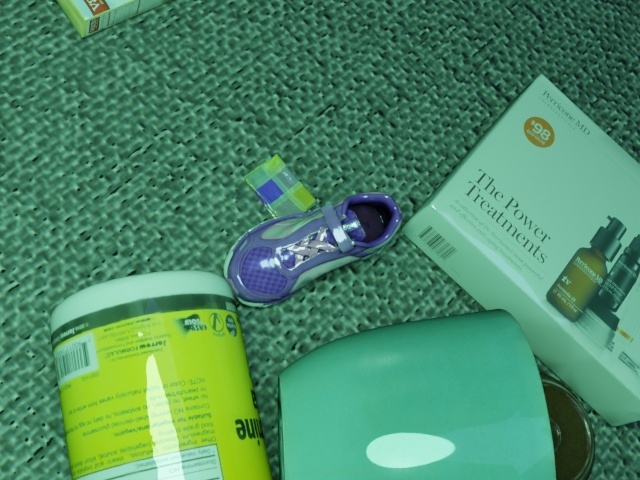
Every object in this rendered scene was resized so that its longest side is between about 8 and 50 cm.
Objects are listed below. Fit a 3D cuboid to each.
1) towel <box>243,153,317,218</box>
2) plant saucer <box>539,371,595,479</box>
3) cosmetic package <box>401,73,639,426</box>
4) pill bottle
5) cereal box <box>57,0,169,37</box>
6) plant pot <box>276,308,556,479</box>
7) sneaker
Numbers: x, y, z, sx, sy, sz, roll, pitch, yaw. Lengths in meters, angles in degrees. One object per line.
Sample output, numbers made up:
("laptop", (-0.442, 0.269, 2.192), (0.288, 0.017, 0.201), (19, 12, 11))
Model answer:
("towel", (-0.048, -0.061, 1.108), (0.060, 0.009, 0.083), (-38, 86, -26))
("plant saucer", (0.269, 0.239, 1.099), (0.168, 0.029, 0.169), (7, 68, -18))
("cosmetic package", (0.335, 0.007, 1.174), (0.377, 0.097, 0.284), (42, 60, -1))
("pill bottle", (-0.145, 0.211, 0.871), (0.187, 0.188, 0.334), (-7, 74, -22))
("cereal box", (-0.242, -0.376, 1.136), (0.240, 0.047, 0.173), (-31, 83, -26))
("plant pot", (0.075, 0.218, 0.903), (0.235, 0.293, 0.293), (-1, 70, -5))
("sneaker", (0.000, 0.000, 1.046), (0.236, 0.104, 0.095), (-24, 91, -24))
